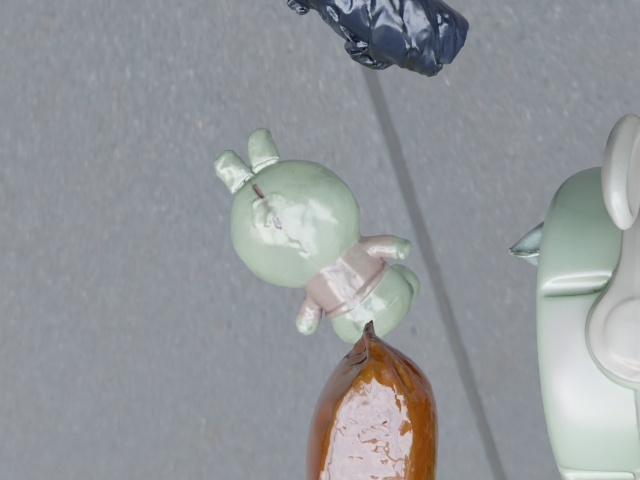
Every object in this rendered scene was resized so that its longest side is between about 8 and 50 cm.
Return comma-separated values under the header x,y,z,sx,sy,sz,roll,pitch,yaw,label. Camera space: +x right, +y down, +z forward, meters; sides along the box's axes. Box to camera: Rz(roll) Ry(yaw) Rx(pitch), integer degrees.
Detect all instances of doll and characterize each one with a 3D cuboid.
x,y,z,sx,sy,sz,roll,pitch,yaw,label
0.002,0.008,1.599,0.155,0.113,0.275,-36,112,16,doll

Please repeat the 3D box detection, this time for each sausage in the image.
x,y,z,sx,sy,sz,roll,pitch,yaw,label
0.017,0.223,0.949,0.094,0.097,0.348,11,96,-1,sausage

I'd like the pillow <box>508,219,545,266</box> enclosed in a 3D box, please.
x,y,z,sx,sy,sz,roll,pitch,yaw,label
0.173,-0.003,0.892,0.091,0.136,0.055,23,110,21,pillow

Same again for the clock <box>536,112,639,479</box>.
x,y,z,sx,sy,sz,roll,pitch,yaw,label
0.124,0.036,0.571,0.062,0.151,0.191,-4,110,23,clock

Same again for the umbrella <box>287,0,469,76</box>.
x,y,z,sx,sy,sz,roll,pitch,yaw,label
-0.018,-0.172,0.958,0.248,0.071,0.071,26,113,-26,umbrella
